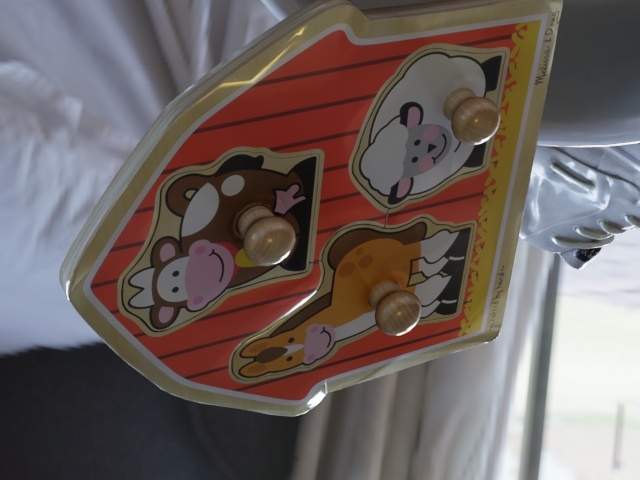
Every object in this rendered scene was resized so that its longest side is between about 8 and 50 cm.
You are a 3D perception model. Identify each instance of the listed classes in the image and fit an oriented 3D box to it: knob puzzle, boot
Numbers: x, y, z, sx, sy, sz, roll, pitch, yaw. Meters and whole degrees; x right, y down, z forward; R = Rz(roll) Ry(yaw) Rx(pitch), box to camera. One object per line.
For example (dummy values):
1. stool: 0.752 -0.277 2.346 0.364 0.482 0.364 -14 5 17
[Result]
1. knob puzzle: 0.000 0.000 0.549 0.213 0.213 0.030 24 -160 -43
2. boot: 0.218 -0.031 1.053 0.095 0.123 0.258 -3 -150 -42

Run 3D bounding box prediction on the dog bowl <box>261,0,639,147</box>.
1. dog bowl: 0.102 -0.181 0.669 0.348 0.102 0.349 13 144 10
